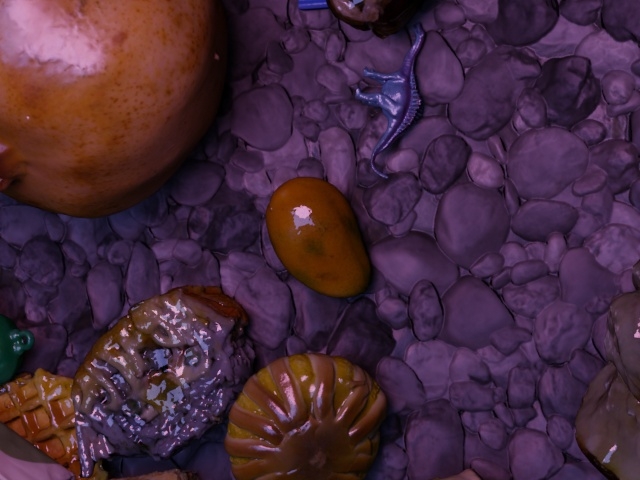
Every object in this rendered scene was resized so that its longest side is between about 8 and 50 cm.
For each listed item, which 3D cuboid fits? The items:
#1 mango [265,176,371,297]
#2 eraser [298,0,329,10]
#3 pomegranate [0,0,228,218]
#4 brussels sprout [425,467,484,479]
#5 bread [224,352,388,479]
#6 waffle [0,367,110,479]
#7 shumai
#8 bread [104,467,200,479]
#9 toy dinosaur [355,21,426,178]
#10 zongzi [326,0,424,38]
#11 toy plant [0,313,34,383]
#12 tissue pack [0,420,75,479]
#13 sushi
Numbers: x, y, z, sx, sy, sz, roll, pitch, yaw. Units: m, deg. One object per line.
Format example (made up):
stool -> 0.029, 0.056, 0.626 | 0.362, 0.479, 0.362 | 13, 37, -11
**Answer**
mango -> -0.005, -0.001, 1.755 | 0.111, 0.089, 0.163 | -15, 96, 18
eraser -> 0.013, -0.321, 1.764 | 0.084, 0.027, 0.063 | -1, 91, 19
pomegranate -> -0.303, -0.216, 1.675 | 0.416, 0.416, 0.417 | 1, 93, 19
brussels sprout -> 0.136, 0.390, 1.658 | 0.244, 0.244, 0.244 | 1, 93, 19
bread -> -0.017, 0.239, 1.727 | 0.213, 0.105, 0.213 | -3, 112, -7
waffle -> -0.426, 0.317, 1.932 | 0.312, 0.060, 0.307 | 9, 95, 17
shumai -> 0.421, 0.168, 1.590 | 0.309, 0.304, 0.263 | 53, 141, 8
bread -> -0.217, 0.396, 1.823 | 0.138, 0.102, 0.196 | -6, 78, 19
toy dinosaur -> 0.087, -0.175, 1.736 | 0.080, 0.045, 0.197 | 14, 88, 15
zongzi -> 0.043, -0.420, 1.691 | 0.288, 0.134, 0.286 | 34, 98, 15
toy plant -> -0.471, 0.132, 1.911 | 0.200, 0.105, 0.143 | -17, 83, 22
tissue pack -> -0.538, 0.327, 1.832 | 0.356, 0.194, 0.266 | 32, 108, 13
sushi -> -0.201, 0.182, 1.803 | 0.274, 0.139, 0.184 | -41, 79, 15
